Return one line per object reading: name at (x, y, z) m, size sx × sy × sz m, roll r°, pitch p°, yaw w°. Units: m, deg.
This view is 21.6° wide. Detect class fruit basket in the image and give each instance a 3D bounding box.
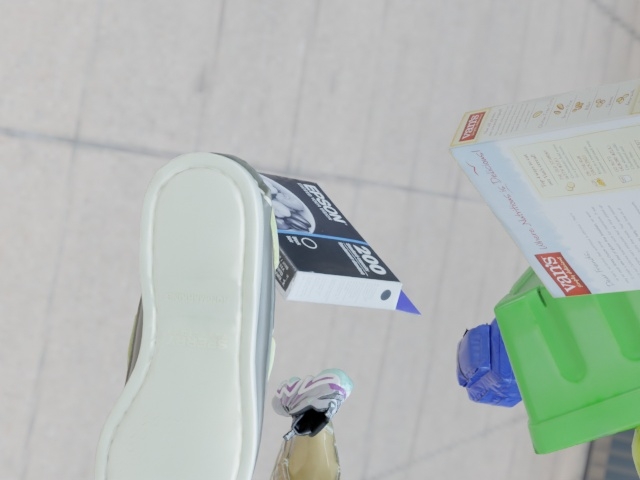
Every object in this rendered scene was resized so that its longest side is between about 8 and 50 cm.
fruit basket at (0.404, 0.143, 1.754) m, size 0.283 × 0.392 × 0.392 m, roll -43°, pitch 141°, yaw -48°

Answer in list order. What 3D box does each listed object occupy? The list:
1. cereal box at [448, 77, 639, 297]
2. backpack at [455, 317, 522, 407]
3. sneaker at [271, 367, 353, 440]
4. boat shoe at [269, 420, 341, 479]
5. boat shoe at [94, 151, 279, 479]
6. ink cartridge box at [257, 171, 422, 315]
cereal box at (0.233, -0.038, 1.196) m, size 0.173 × 0.240 × 0.047 m, roll 52°, pitch 48°, yaw -33°
backpack at (0.217, 0.149, 2.078) m, size 0.120 × 0.101 × 0.098 m, roll 115°, pitch -15°, yaw -65°
sneaker at (-0.020, 0.151, 1.465) m, size 0.038 × 0.098 × 0.069 m, roll 44°, pitch 49°, yaw -15°
boat shoe at (-0.011, 0.196, 1.512) m, size 0.190 × 0.068 × 0.072 m, roll -111°, pitch -148°, yaw -74°
boat shoe at (-0.083, 0.090, 1.149) m, size 0.091 × 0.109 × 0.305 m, roll -23°, pitch 122°, yaw -79°
ink cartridge box at (0.000, 0.000, 1.901) m, size 0.208 × 0.206 × 0.045 m, roll 9°, pitch 120°, yaw -41°
